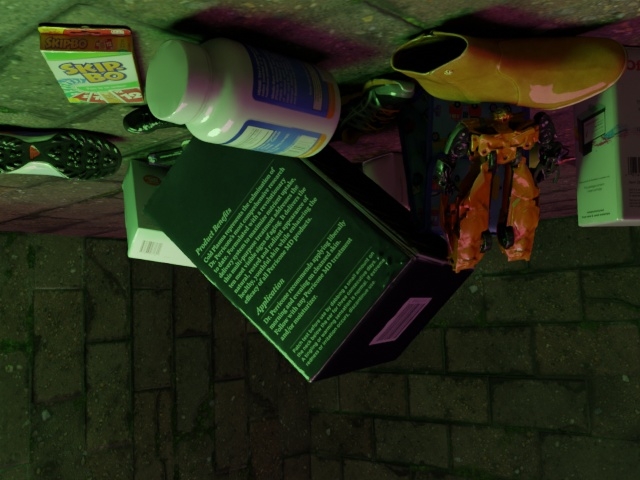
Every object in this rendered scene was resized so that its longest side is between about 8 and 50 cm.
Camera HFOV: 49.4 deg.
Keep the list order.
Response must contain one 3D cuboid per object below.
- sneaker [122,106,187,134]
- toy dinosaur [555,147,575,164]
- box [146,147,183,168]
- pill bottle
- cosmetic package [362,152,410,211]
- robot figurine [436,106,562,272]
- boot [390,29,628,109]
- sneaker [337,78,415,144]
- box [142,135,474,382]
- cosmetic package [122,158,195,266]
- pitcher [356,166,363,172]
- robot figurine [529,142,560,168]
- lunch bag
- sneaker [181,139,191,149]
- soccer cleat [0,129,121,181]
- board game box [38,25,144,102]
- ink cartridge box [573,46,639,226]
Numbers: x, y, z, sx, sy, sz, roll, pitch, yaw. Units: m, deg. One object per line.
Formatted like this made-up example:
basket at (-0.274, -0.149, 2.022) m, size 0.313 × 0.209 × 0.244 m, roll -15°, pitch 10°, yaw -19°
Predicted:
sneaker at (-0.282, -0.235, 1.286) m, size 0.170 × 0.051 × 0.089 m, roll -6°, pitch 175°, yaw -10°
toy dinosaur at (0.609, -0.205, 1.805) m, size 0.047 × 0.090 × 0.082 m, roll -11°, pitch 138°, yaw -51°
box at (-0.324, -0.200, 1.696) m, size 0.162 × 0.029 × 0.116 m, roll -4°, pitch 175°, yaw 31°
pill bottle at (-0.113, -0.214, 1.037) m, size 0.272 × 0.152 × 0.152 m, roll 4°, pitch 171°, yaw -44°
cosmetic package at (0.271, -0.144, 1.892) m, size 0.296 × 0.153 × 0.129 m, roll 0°, pitch 172°, yaw -35°
robot figurine at (0.285, -0.088, 1.156) m, size 0.211 × 0.291 × 0.085 m, roll -9°, pitch -147°, yaw -8°
boot at (0.269, -0.256, 1.012) m, size 0.295 × 0.104 × 0.211 m, roll -1°, pitch 176°, yaw 38°
sneaker at (0.099, -0.235, 1.259) m, size 0.084 × 0.083 × 0.215 m, roll 3°, pitch 171°, yaw -28°
box at (0.000, 0.000, 1.396) m, size 0.472 × 0.297 × 0.480 m, roll 44°, pitch -167°, yaw 21°
cosmetic package at (-0.293, -0.054, 1.743) m, size 0.377 × 0.097 × 0.284 m, roll 10°, pitch -147°, yaw -27°
pitcher at (0.072, -0.130, 1.903) m, size 0.207 × 0.125 × 0.178 m, roll 4°, pitch -146°, yaw -24°
robot figurine at (0.529, -0.212, 1.718) m, size 0.115 × 0.067 × 0.101 m, roll -6°, pitch 143°, yaw 39°
lunch bag at (0.271, -0.131, 1.299) m, size 0.221 × 0.293 × 0.138 m, roll 0°, pitch 174°, yaw -23°
sneaker at (-0.287, -0.210, 1.573) m, size 0.031 × 0.035 × 0.083 m, roll 4°, pitch 171°, yaw -43°
soccer cleat at (-0.588, -0.187, 1.473) m, size 0.318 × 0.109 × 0.116 m, roll -2°, pitch -163°, yaw -28°
board game box at (-0.342, -0.263, 1.064) m, size 0.124 × 0.039 × 0.259 m, roll -2°, pitch 171°, yaw -10°
ink cartridge box at (0.541, -0.166, 1.158) m, size 0.201 × 0.278 × 0.117 m, roll -1°, pitch 177°, yaw -14°
